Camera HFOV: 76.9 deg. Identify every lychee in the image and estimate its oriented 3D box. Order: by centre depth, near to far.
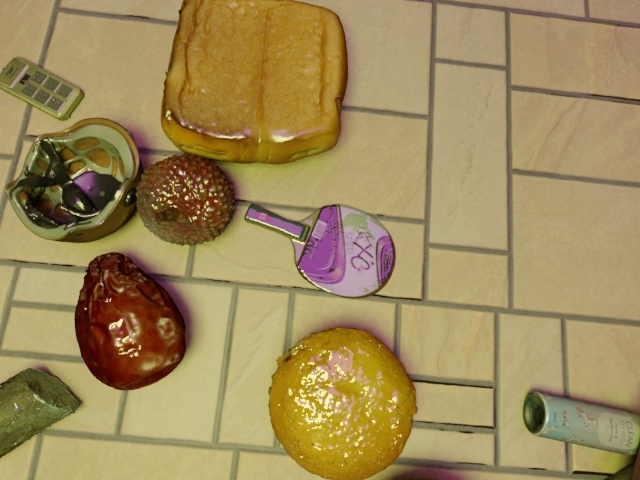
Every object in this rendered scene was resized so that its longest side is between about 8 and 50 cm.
[{"bbox_3d":[-0.229,-0.066,0.691,0.164,0.198,0.165,0,121,-1],"label":"lychee"}]

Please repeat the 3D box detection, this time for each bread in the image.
[{"bbox_3d":[0.034,0.258,0.655,0.239,0.139,0.240,1,78,-3],"label":"bread"},{"bbox_3d":[-0.113,-0.294,0.765,0.327,0.148,0.338,2,73,-6],"label":"bread"}]

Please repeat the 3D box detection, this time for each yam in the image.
[{"bbox_3d":[-0.501,0.283,0.642,0.183,0.107,0.107,-34,82,-8],"label":"yam"}]

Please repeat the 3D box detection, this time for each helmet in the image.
[{"bbox_3d":[-0.406,-0.092,0.711,0.198,0.130,0.225,29,72,6],"label":"helmet"}]

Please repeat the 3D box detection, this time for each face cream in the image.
[{"bbox_3d":[0.480,0.322,0.700,0.228,0.075,0.075,12,77,-1],"label":"face cream"}]

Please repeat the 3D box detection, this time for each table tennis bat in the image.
[{"bbox_3d":[0.000,0.000,0.771,0.300,0.022,0.174,23,77,0],"label":"table tennis bat"}]

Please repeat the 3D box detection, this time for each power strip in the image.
[{"bbox_3d":[-0.562,-0.305,0.799,0.168,0.028,0.076,27,79,3],"label":"power strip"}]

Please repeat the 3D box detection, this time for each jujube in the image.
[{"bbox_3d":[-0.315,0.122,0.659,0.168,0.168,0.237,-30,64,-9],"label":"jujube"}]

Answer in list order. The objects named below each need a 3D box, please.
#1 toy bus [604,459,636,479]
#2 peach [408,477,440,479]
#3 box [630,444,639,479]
[{"bbox_3d":[0.570,0.417,0.695,0.171,0.057,0.072,-26,73,-9],"label":"toy bus"},{"bbox_3d":[0.167,0.479,0.562,0.251,0.252,0.253,1,78,-3],"label":"peach"},{"bbox_3d":[0.554,0.388,0.628,0.120,0.069,0.224,17,86,-5],"label":"box"}]
